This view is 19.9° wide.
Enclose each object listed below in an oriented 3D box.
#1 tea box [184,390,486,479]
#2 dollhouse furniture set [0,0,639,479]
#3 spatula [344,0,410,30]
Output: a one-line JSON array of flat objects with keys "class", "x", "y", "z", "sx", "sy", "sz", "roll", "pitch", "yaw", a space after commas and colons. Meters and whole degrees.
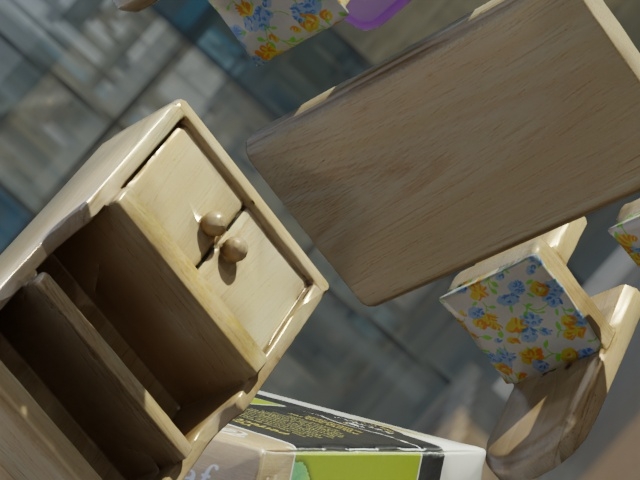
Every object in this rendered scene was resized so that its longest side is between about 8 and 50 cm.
[{"class": "tea box", "x": -0.119, "y": 0.195, "z": 1.142, "sx": 0.323, "sy": 0.329, "sz": 0.220, "roll": 14, "pitch": -93, "yaw": -61}, {"class": "dollhouse furniture set", "x": 0.000, "y": 0.000, "z": 0.597, "sx": 0.242, "sy": 0.212, "sz": 0.161, "roll": -26, "pitch": 19, "yaw": 39}, {"class": "spatula", "x": -0.026, "y": -0.203, "z": 1.200, "sx": 0.084, "sy": 0.030, "sz": 0.296, "roll": -38, "pitch": -27, "yaw": 25}]
